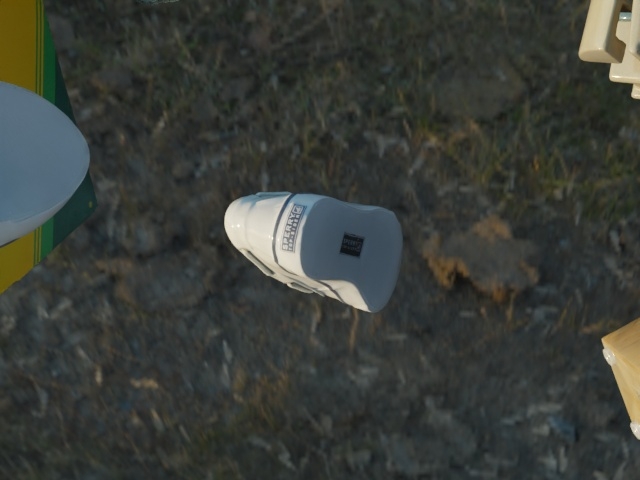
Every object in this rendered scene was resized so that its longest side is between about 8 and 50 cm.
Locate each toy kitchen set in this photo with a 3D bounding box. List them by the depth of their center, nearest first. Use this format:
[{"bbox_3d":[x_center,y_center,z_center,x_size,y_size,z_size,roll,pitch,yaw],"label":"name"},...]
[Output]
[{"bbox_3d":[0.355,-0.195,1.279,0.207,0.166,0.122,11,84,36],"label":"toy kitchen set"}]

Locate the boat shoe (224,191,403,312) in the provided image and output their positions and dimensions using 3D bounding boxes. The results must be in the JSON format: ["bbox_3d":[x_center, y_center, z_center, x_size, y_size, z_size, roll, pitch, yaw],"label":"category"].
[{"bbox_3d":[0.000,0.000,1.246,0.084,0.258,0.095,13,81,23],"label":"boat shoe"}]

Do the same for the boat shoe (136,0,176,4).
[{"bbox_3d":[-0.043,-0.200,0.848,0.077,0.219,0.070,52,49,-4],"label":"boat shoe"}]

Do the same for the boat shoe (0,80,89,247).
[{"bbox_3d":[-0.183,0.004,0.558,0.080,0.076,0.228,45,38,4],"label":"boat shoe"}]

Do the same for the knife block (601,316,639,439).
[{"bbox_3d":[0.329,0.071,0.969,0.242,0.088,0.275,-27,23,-5],"label":"knife block"}]

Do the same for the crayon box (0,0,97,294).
[{"bbox_3d":[-0.237,-0.031,0.776,0.081,0.165,0.278,0,27,24],"label":"crayon box"}]
